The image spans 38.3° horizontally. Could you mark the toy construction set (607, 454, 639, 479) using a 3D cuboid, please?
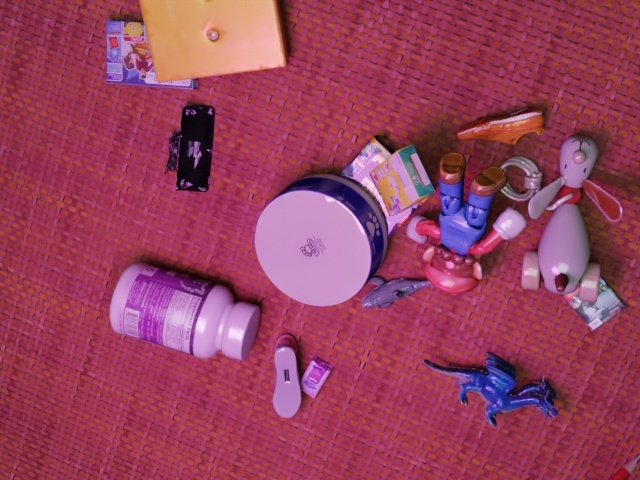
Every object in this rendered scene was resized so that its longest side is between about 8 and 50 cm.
[{"bbox_3d":[0.688,0.570,1.890,0.237,0.257,0.308,-34,116,-24],"label":"toy construction set"}]

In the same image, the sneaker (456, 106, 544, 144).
[{"bbox_3d":[0.359,-0.218,1.839,0.175,0.064,0.067,-8,111,18],"label":"sneaker"}]

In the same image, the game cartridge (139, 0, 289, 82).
[{"bbox_3d":[-0.226,-0.495,1.859,0.285,0.052,0.323,-4,110,11],"label":"game cartridge"}]

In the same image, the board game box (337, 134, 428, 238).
[{"bbox_3d":[0.129,-0.111,1.925,0.170,0.048,0.141,43,107,1],"label":"board game box"}]

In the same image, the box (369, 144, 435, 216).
[{"bbox_3d":[0.156,-0.113,1.818,0.043,0.179,0.105,-23,87,-22],"label":"box"}]

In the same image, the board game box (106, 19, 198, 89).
[{"bbox_3d":[-0.361,-0.399,1.978,0.201,0.035,0.136,7,104,12],"label":"board game box"}]

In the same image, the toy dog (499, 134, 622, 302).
[{"bbox_3d":[0.476,-0.025,1.796,0.220,0.161,0.333,-14,96,15],"label":"toy dog"}]

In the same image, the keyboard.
[{"bbox_3d":[-0.287,-0.203,2.016,0.100,0.038,0.192,4,104,-12],"label":"keyboard"}]

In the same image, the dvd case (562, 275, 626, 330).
[{"bbox_3d":[0.557,0.116,1.897,0.087,0.013,0.119,-41,90,18],"label":"dvd case"}]

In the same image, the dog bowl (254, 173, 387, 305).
[{"bbox_3d":[0.000,0.000,1.924,0.265,0.104,0.264,9,115,20],"label":"dog bowl"}]

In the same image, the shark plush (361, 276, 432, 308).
[{"bbox_3d":[0.168,0.116,1.959,0.161,0.067,0.073,-4,102,14],"label":"shark plush"}]

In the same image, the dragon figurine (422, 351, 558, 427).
[{"bbox_3d":[0.363,0.294,1.946,0.289,0.085,0.144,38,108,2],"label":"dragon figurine"}]

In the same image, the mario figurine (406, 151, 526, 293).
[{"bbox_3d":[0.285,-0.035,1.836,0.170,0.198,0.320,-15,137,-19],"label":"mario figurine"}]

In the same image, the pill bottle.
[{"bbox_3d":[-0.293,0.163,2.026,0.302,0.169,0.169,15,106,9],"label":"pill bottle"}]

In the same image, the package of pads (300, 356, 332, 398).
[{"bbox_3d":[-0.014,0.308,2.067,0.050,0.032,0.083,30,108,2],"label":"package of pads"}]

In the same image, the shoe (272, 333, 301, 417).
[{"bbox_3d":[-0.074,0.301,2.055,0.064,0.081,0.178,-1,110,2],"label":"shoe"}]
